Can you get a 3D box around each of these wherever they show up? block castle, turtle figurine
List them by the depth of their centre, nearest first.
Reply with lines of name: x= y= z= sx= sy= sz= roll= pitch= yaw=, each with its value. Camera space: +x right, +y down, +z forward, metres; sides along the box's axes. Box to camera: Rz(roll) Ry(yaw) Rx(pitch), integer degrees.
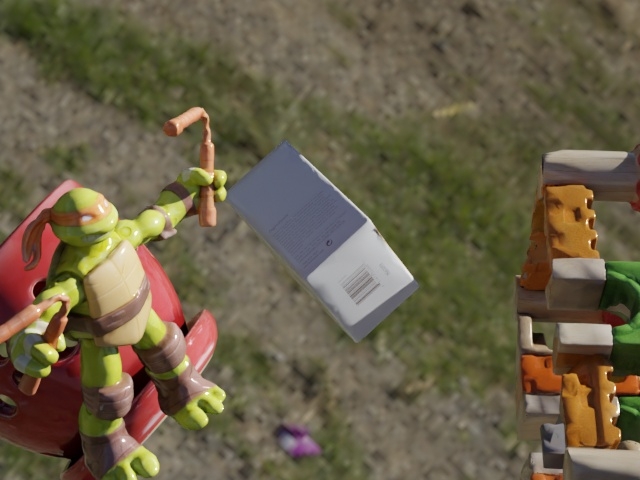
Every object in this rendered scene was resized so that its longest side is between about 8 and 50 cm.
turtle figurine: x=-0.142 y=0.051 z=1.164 sx=0.087 sy=0.217 sz=0.269 roll=9 pitch=40 yaw=28
block castle: x=0.326 y=0.148 z=1.875 sx=0.213 sy=0.303 sz=0.453 roll=2 pitch=50 yaw=-2

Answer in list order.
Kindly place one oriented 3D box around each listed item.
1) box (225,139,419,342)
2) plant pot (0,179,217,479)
box: x=0.000 y=0.000 z=1.875 sx=0.170 sy=0.091 sz=0.130 roll=45 pitch=-4 yaw=43
plant pot: x=-0.188 y=0.078 z=1.377 sx=0.174 sy=0.191 sz=0.191 roll=42 pitch=30 yaw=-6
